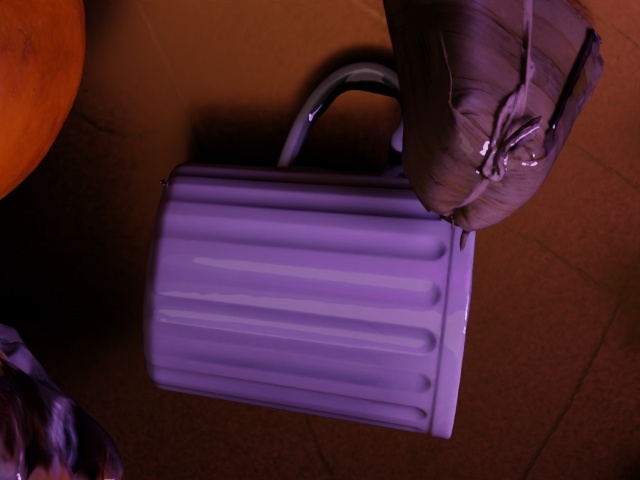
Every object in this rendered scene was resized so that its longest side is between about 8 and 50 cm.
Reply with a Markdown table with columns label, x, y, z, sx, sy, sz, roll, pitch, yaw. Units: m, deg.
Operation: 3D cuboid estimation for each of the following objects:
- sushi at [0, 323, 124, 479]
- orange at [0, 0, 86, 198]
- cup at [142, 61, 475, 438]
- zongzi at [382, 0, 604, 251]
| label | x | y | z | sx | sy | sz | roll | pitch | yaw |
| --- | --- | --- | --- | --- | --- | --- | --- | --- | --- |
| sushi | -0.323 | 0.083 | 1.036 | 0.417 | 0.417 | 0.176 | 27 | 89 | -8 |
| orange | -0.274 | -0.131 | 1.010 | 0.284 | 0.284 | 0.226 | 39 | 114 | -12 |
| cup | -0.001 | 0.011 | 1.142 | 0.202 | 0.221 | 0.167 | 6 | 146 | 3 |
| zongzi | 0.071 | -0.118 | 1.058 | 0.197 | 0.194 | 0.099 | 42 | 128 | -10 |
